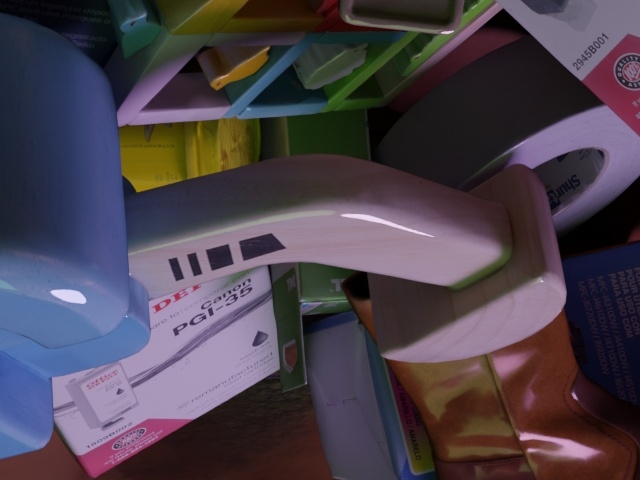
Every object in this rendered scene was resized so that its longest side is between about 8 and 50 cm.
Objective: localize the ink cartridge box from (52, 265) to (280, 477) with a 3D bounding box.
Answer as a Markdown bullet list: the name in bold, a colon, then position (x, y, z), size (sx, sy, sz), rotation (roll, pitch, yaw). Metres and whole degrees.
- **ink cartridge box**: position (-0.150, 0.056, 1.218), size (0.207, 0.117, 0.283), rotation (-29, 156, -11)

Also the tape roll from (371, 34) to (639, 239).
- **tape roll**: position (0.143, -0.059, 1.107), size (0.219, 0.072, 0.219), rotation (-25, 157, -12)

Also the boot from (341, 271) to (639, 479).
- **boot**: position (0.178, 0.083, 1.067), size (0.264, 0.096, 0.280), rotation (-21, 115, 3)

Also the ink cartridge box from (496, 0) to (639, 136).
- **ink cartridge box**: position (0.148, -0.184, 0.775), size (0.092, 0.218, 0.158), rotation (-42, 175, -36)

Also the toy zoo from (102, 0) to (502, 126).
- **toy zoo**: position (-0.004, -0.133, 0.893), size (0.293, 0.030, 0.192), rotation (-9, 158, -47)

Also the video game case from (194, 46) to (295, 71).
- **video game case**: position (-0.016, -0.161, 0.999), size (0.173, 0.022, 0.190), rotation (-16, 153, 18)

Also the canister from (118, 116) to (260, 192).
- **canister**: position (-0.136, -0.069, 1.028), size (0.169, 0.073, 0.126), rotation (1, -163, 10)

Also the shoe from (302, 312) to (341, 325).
- **shoe**: position (0.017, 0.085, 1.454), size (0.178, 0.063, 0.081), rotation (6, 146, -34)

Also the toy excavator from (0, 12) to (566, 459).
- **toy excavator**: position (-0.125, 0.002, 0.811), size (0.445, 0.222, 0.433), rotation (-15, 151, 17)

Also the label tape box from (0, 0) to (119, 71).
- **label tape box**: position (-0.203, -0.191, 0.796), size (0.249, 0.115, 0.348), rotation (6, 148, -26)

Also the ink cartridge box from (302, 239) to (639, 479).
- **ink cartridge box**: position (0.203, 0.091, 1.285), size (0.395, 0.151, 0.270), rotation (-11, 177, -13)

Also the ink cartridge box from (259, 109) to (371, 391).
- **ink cartridge box**: position (0.000, 0.000, 1.090), size (0.062, 0.209, 0.109), rotation (-3, 172, -12)

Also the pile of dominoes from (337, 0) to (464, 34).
- **pile of dominoes**: position (0.035, -0.225, 0.683), size (0.196, 0.040, 0.251), rotation (31, 103, -16)
